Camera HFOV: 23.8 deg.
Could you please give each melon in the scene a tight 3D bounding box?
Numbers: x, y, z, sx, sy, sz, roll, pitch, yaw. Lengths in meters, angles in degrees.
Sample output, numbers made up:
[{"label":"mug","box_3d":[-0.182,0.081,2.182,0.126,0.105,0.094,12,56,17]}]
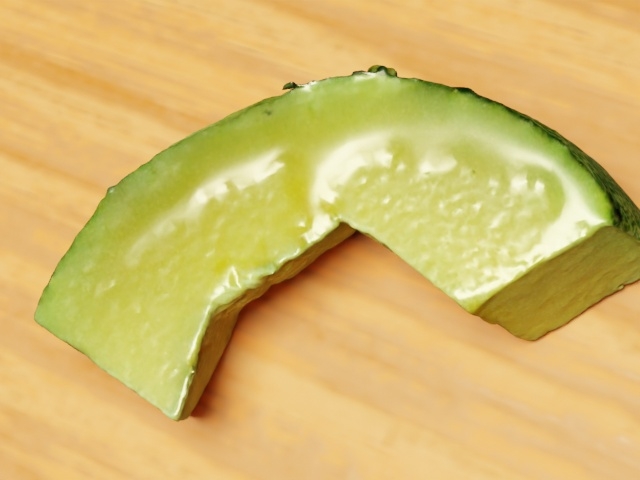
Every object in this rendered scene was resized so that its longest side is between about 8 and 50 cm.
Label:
[{"label":"melon","box_3d":[0.000,0.000,0.528,0.210,0.064,0.118,-26,69,7]}]
